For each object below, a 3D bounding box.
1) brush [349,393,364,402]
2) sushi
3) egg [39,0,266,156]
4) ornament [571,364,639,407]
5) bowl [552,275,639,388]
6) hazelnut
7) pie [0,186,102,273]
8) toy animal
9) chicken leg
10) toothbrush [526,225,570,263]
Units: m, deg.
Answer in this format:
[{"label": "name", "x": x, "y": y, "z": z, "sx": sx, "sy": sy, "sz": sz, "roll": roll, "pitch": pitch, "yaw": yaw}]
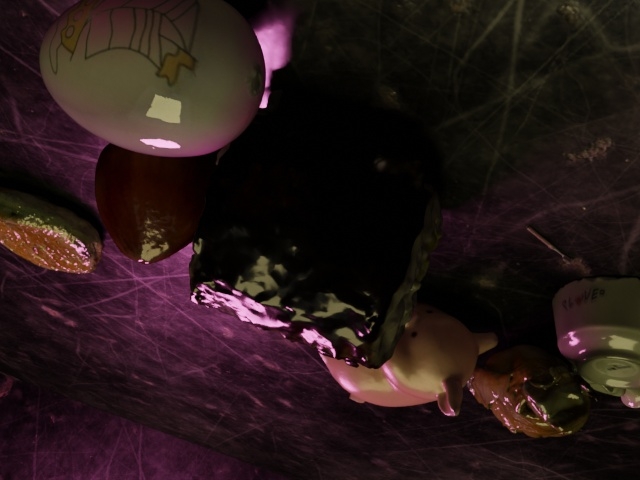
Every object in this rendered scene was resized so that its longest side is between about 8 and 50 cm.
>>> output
[{"label": "brush", "x": 0.111, "y": 0.328, "z": 1.704, "sx": 0.085, "sy": 0.020, "sz": 0.336, "roll": 19, "pitch": 152, "yaw": 1}, {"label": "sushi", "x": -0.003, "y": 0.000, "z": 0.951, "sx": 0.294, "sy": 0.281, "sz": 0.299, "roll": 21, "pitch": 158, "yaw": 10}, {"label": "egg", "x": -0.193, "y": -0.197, "z": 0.824, "sx": 0.271, "sy": 0.196, "sz": 0.196, "roll": 24, "pitch": 153, "yaw": 15}, {"label": "ornament", "x": 0.500, "y": 0.233, "z": 1.251, "sx": 0.156, "sy": 0.081, "sz": 0.075, "roll": 30, "pitch": 130, "yaw": -23}, {"label": "bowl", "x": 0.457, "y": 0.154, "z": 1.110, "sx": 0.211, "sy": 0.112, "sz": 0.211, "roll": 13, "pitch": 151, "yaw": 7}, {"label": "hazelnut", "x": -0.237, "y": -0.062, "z": 1.063, "sx": 0.208, "sy": 0.208, "sz": 0.208, "roll": 15, "pitch": 151, "yaw": 9}, {"label": "pie", "x": -0.565, "y": -0.016, "z": 1.480, "sx": 0.277, "sy": 0.078, "sz": 0.277, "roll": 17, "pitch": 156, "yaw": 8}, {"label": "toy animal", "x": 0.150, "y": 0.193, "z": 1.303, "sx": 0.213, "sy": 0.195, "sz": 0.256, "roll": 50, "pitch": 143, "yaw": -9}, {"label": "chicken leg", "x": 0.355, "y": 0.250, "z": 1.195, "sx": 0.201, "sy": 0.152, "sz": 0.429, "roll": 37, "pitch": 177, "yaw": 9}, {"label": "toothbrush", "x": 0.327, "y": 0.007, "z": 1.040, "sx": 0.097, "sy": 0.008, "sz": 0.006, "roll": 35, "pitch": 134, "yaw": -23}]
